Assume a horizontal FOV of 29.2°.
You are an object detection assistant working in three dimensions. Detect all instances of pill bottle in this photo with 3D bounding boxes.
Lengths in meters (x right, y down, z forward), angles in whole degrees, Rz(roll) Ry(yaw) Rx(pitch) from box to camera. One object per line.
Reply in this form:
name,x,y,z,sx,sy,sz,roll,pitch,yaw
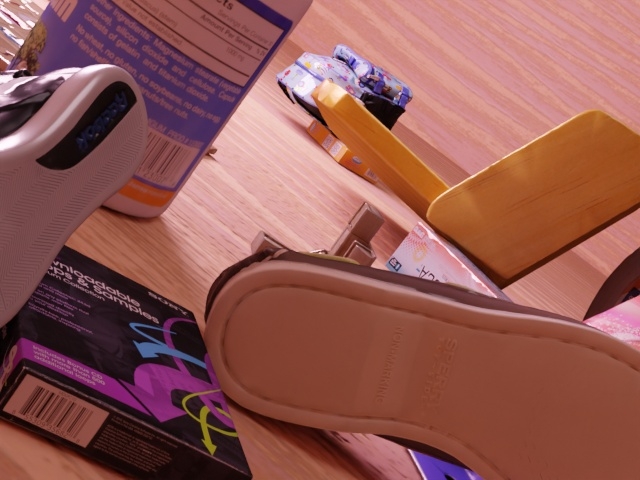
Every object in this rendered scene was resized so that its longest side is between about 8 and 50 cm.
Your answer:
pill bottle,-0.100,-0.164,0.863,0.152,0.272,0.152,35,10,-7

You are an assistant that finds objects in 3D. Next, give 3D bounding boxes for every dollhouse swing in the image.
dollhouse swing,0.207,-0.113,1.467,0.305,0.315,0.347,59,3,8

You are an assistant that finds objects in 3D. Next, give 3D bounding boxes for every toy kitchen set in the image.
toy kitchen set,0.000,0.000,0.976,0.075,0.083,0.068,33,10,-14

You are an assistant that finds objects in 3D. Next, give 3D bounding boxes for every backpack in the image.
backpack,0.028,-0.227,1.836,0.173,0.117,0.158,27,12,-26

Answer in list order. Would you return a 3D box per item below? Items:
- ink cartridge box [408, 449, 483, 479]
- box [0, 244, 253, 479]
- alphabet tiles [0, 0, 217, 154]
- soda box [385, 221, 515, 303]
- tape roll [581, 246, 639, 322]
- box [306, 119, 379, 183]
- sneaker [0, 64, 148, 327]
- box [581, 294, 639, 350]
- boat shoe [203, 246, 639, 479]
ink cartridge box,0.156,0.182,0.783,0.208,0.045,0.206,30,12,-22
box,-0.099,0.054,0.579,0.116,0.029,0.162,31,11,-26
alphabet tiles,-0.246,-0.174,1.165,0.285,0.011,0.342,39,11,14
soda box,0.140,0.056,1.229,0.058,0.063,0.183,31,11,-36
tape roll,0.391,0.098,1.413,0.072,0.219,0.219,32,11,-16
box,0.034,-0.138,1.848,0.081,0.028,0.136,28,15,-36
sneaker,-0.178,-0.015,0.549,0.121,0.079,0.217,0,26,25
box,0.303,0.163,0.866,0.300,0.154,0.142,-122,-170,-59
boat shoe,0.087,0.083,0.723,0.324,0.116,0.097,17,9,-9
